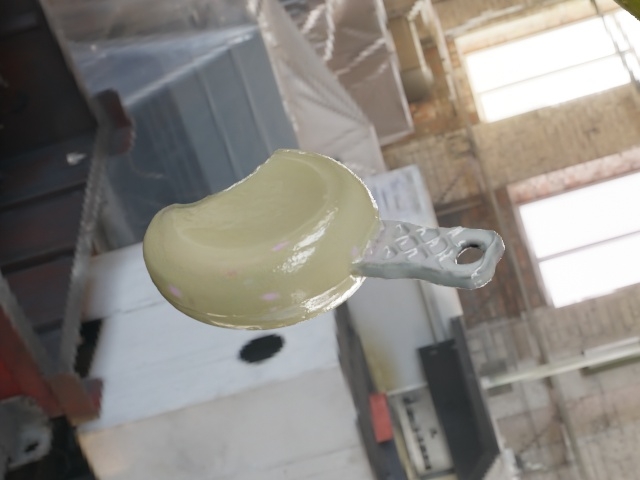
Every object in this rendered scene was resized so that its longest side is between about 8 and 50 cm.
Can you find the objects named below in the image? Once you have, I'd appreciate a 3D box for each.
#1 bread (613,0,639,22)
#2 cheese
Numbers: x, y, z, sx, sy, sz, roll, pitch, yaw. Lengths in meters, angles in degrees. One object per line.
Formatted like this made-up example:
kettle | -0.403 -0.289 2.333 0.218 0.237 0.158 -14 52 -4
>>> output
bread | 0.405 -0.388 1.439 0.383 0.166 0.112 40 -28 0
cheese | -0.008 0.014 0.794 0.249 0.163 0.071 25 -34 42
